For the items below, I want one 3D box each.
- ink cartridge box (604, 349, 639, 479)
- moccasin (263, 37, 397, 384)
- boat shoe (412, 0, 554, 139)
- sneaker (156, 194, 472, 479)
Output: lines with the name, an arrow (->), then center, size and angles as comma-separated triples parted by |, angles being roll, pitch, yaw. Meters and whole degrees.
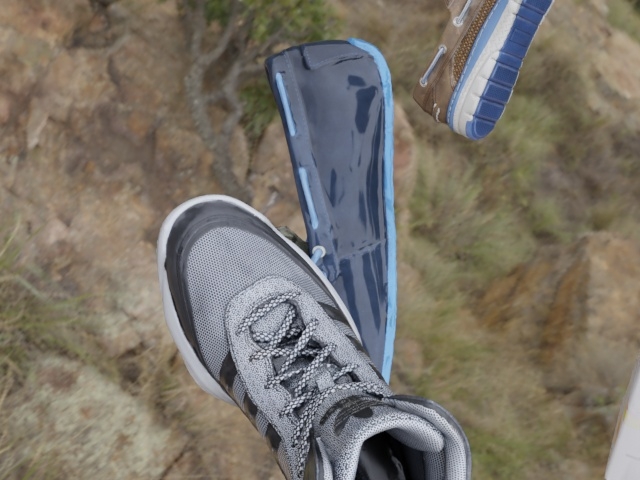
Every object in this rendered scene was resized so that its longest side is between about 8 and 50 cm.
ink cartridge box -> 0.239, 0.099, 0.739 | 0.090, 0.143, 0.092 | 18, 33, 14
moccasin -> 0.000, 0.000, 1.025 | 0.117, 0.138, 0.342 | -2, 93, -7
boat shoe -> 0.115, -0.164, 0.799 | 0.066, 0.183, 0.066 | 29, 9, 26
sneaker -> 0.001, 0.081, 0.648 | 0.101, 0.153, 0.268 | -29, 86, -16
